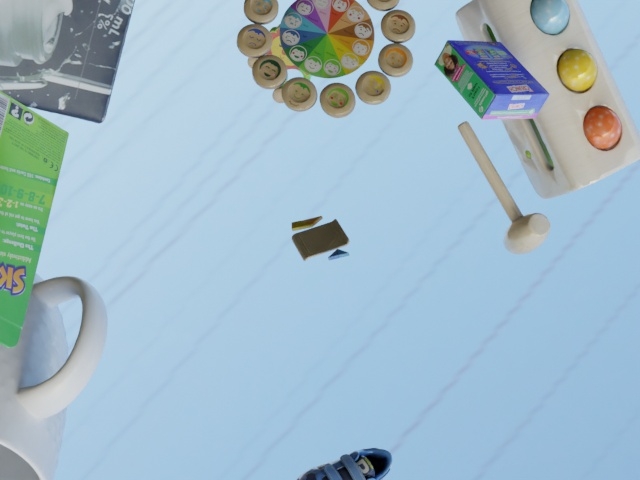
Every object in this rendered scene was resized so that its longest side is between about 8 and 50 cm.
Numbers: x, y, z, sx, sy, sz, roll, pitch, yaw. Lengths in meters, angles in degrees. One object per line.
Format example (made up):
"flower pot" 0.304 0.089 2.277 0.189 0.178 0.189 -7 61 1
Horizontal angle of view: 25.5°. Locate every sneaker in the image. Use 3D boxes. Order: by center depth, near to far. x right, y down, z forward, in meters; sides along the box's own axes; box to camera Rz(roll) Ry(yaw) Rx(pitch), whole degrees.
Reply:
"sneaker" 0.026 0.275 1.647 0.144 0.053 0.059 -18 164 -44

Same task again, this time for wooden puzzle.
"wooden puzzle" 0.000 0.000 2.044 0.078 0.014 0.116 -18 -145 -1

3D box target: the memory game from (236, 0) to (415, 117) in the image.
"memory game" 0.008 -0.212 1.446 0.186 0.186 0.012 -48 171 -16

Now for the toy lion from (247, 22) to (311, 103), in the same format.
"toy lion" -0.047 -0.255 1.991 0.096 0.100 0.034 -25 -154 26

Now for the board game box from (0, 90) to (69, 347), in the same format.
"board game box" -0.336 -0.026 1.440 0.039 0.124 0.259 -19 -128 37

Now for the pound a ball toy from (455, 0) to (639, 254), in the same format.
"pound a ball toy" 0.279 -0.168 1.779 0.208 0.319 0.136 -26 -178 -25

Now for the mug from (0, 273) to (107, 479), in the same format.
"mug" -0.439 0.176 1.909 0.374 0.276 0.328 -23 -139 27

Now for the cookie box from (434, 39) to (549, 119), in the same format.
"cookie box" 0.203 -0.191 1.682 0.107 0.092 0.040 54 -47 35

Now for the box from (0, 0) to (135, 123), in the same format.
"box" -0.470 -0.438 1.738 0.297 0.472 0.480 26 -76 56
